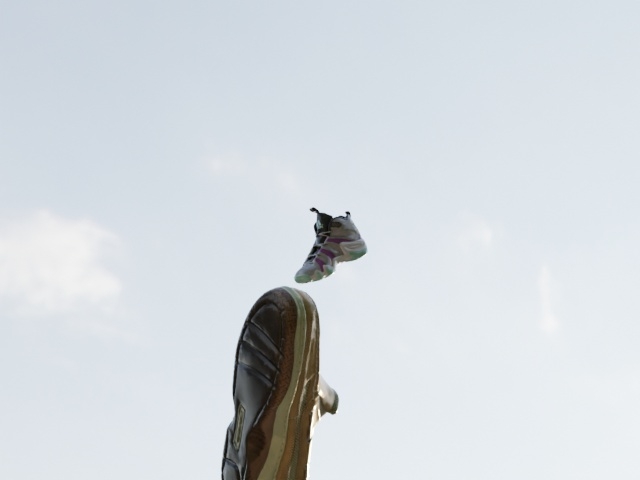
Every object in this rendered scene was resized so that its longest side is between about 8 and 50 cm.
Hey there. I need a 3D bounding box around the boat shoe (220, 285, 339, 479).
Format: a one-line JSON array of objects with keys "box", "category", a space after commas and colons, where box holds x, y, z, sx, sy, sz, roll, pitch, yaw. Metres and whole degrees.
[{"box": [-0.021, 0.109, 1.086, 0.072, 0.068, 0.190, -6, -50, -26], "category": "boat shoe"}]

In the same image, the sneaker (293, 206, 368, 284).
[{"box": [0.000, 0.000, 1.569, 0.038, 0.098, 0.069, -12, -77, 46], "category": "sneaker"}]
